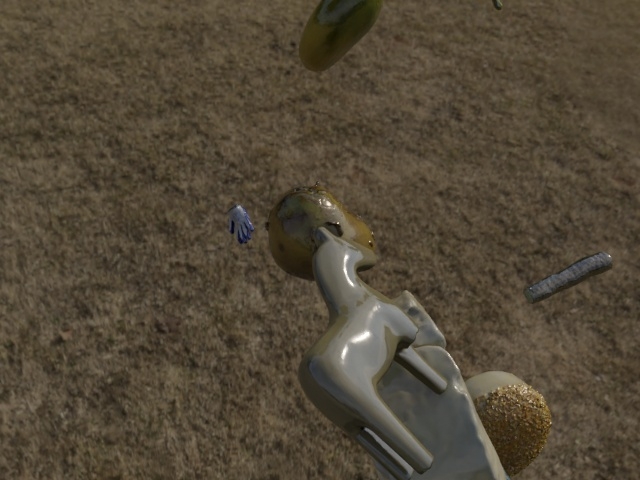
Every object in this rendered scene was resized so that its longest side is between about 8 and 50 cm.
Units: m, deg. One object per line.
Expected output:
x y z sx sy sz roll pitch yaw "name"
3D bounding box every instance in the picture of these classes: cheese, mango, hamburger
0.130 0.238 0.971 0.153 0.292 0.332 -24 82 1 "cheese"
0.030 -0.343 1.117 0.085 0.191 0.122 38 29 0 "mango"
0.434 0.469 1.739 0.276 0.294 0.179 4 28 -21 "hamburger"

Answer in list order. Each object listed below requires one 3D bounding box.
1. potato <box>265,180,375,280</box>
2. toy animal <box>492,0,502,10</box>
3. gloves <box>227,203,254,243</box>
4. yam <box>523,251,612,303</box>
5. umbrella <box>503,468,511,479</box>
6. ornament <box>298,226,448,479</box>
0.000 0.000 0.982 0.137 0.176 0.137 -25 48 32 "potato"
0.194 -0.412 0.971 0.136 0.073 0.181 -1 67 -49 "toy animal"
-0.175 -0.033 1.525 0.026 0.064 0.086 -13 70 -48 "gloves"
0.651 0.099 1.848 0.274 0.061 0.061 -22 53 -19 "yam"
0.361 0.495 1.427 0.053 0.052 0.250 -29 85 -8 "umbrella"
0.051 0.107 0.792 0.245 0.061 0.230 43 40 -2 "ornament"
